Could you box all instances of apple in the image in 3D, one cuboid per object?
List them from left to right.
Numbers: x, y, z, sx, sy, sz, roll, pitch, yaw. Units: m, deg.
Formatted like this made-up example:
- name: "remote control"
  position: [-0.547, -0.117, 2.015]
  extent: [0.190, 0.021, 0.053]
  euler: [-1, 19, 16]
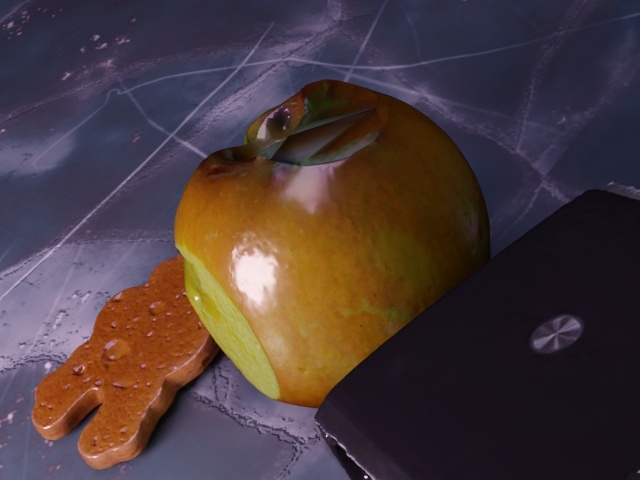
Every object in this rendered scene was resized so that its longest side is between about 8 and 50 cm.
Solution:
- name: "apple"
  position: [0.000, 0.000, 1.211]
  extent: [0.383, 0.374, 0.374]
  euler: [5, 50, 28]

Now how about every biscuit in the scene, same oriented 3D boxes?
- name: "biscuit"
  position: [-0.231, 0.145, 1.389]
  extent: [0.202, 0.047, 0.334]
  euler: [16, 58, 34]

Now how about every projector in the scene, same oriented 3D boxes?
- name: "projector"
  position: [0.255, 0.174, 0.936]
  extent: [0.405, 0.242, 0.395]
  euler: [-37, 25, -11]
